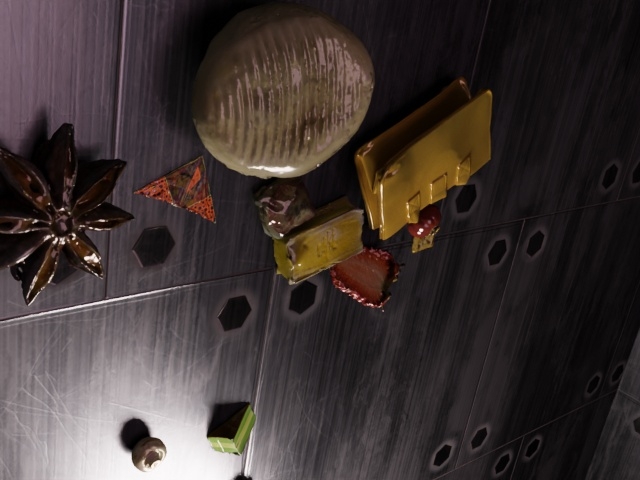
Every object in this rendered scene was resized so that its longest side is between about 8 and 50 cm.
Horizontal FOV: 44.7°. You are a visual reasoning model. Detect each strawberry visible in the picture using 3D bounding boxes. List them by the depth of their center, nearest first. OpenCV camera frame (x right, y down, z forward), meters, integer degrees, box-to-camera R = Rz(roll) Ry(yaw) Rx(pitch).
[{"bbox_3d":[0.102,0.077,2.005,0.208,0.087,0.167,34,67,-23],"label":"strawberry"}]

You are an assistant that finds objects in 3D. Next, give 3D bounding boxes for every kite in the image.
[{"bbox_3d":[-0.267,-0.118,1.585,0.222,0.008,0.125,21,96,-48],"label":"kite"}]

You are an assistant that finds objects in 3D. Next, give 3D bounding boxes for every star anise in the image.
[{"bbox_3d":[-0.475,-0.047,1.351,0.332,0.118,0.331,-26,126,-42],"label":"star anise"}]

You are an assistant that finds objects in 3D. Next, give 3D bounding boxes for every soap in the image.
[{"bbox_3d":[-0.001,-0.001,1.852,0.233,0.076,0.135,-26,130,-32],"label":"soap"}]

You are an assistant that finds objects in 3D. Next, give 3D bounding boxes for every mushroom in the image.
[{"bbox_3d":[-0.389,0.490,1.774,0.083,0.067,0.083,-27,136,-29],"label":"mushroom"}]

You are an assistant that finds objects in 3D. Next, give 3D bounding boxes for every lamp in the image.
[{"bbox_3d":[0.275,-0.053,2.071,0.101,0.090,0.101,-48,173,-8],"label":"lamp"}]

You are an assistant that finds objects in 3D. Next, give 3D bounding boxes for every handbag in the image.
[{"bbox_3d":[0.263,-0.203,1.951,0.401,0.133,0.283,-38,139,-21],"label":"handbag"}]

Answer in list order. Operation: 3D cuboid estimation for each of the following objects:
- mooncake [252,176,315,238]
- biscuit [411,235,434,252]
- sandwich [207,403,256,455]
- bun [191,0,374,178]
[{"bbox_3d":[-0.078,-0.080,1.736,0.130,0.073,0.125,-38,132,-23],"label":"mooncake"},{"bbox_3d":[0.288,-0.011,2.160,0.081,0.018,0.083,-15,122,-37],"label":"biscuit"},{"bbox_3d":[-0.223,0.473,1.967,0.116,0.074,0.074,-66,150,-44],"label":"sandwich"},{"bbox_3d":[-0.082,-0.297,1.499,0.362,0.234,0.326,-33,128,-4],"label":"bun"}]
